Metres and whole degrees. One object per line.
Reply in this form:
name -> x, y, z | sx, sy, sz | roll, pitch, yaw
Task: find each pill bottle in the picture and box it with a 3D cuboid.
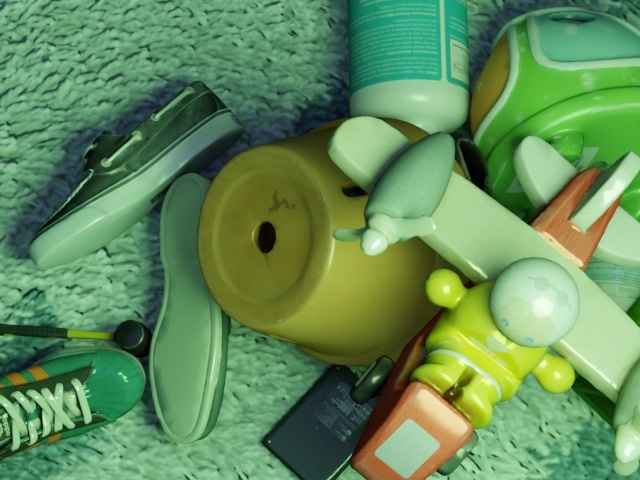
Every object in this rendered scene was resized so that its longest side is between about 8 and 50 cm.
pill bottle -> 0.343, 0.080, 1.962 | 0.087, 0.087, 0.160 | 6, 78, 2
pill bottle -> 0.106, -0.218, 2.002 | 0.146, 0.146, 0.264 | 0, 77, 0

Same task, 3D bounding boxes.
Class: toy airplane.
toy airplane -> 0.208, 0.055, 1.668 | 0.386, 0.272, 0.384 | -4, 83, -8

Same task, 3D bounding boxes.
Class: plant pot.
plant pot -> 0.000, 0.000, 1.854 | 0.291, 0.203, 0.291 | -2, 87, 41

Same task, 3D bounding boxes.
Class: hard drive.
hard drive -> 0.010, 0.221, 1.964 | 0.094, 0.022, 0.135 | 42, 80, 9

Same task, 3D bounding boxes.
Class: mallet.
mallet -> -0.290, 0.114, 1.989 | 0.190, 0.062, 0.039 | 2, 75, 16

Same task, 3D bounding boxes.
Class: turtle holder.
turtle holder -> 0.328, -0.161, 1.944 | 0.320, 0.243, 0.227 | -19, 60, 5

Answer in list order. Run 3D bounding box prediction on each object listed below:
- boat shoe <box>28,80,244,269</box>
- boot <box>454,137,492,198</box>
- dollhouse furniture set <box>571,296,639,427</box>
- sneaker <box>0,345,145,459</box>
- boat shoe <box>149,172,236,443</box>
boat shoe -> -0.238, -0.083, 1.994 | 0.301, 0.108, 0.102 | -38, 80, -10
boot -> 0.124, 0.027, 1.914 | 0.090, 0.207, 0.248 | 4, 69, -35
dollhouse furniture set -> 0.465, 0.193, 1.861 | 0.301, 0.151, 0.197 | 43, 81, -10
sneaker -> -0.349, 0.203, 1.906 | 0.302, 0.121, 0.108 | -14, 104, 1
boat shoe -> -0.128, 0.082, 1.952 | 0.116, 0.099, 0.319 | -14, 69, 41
